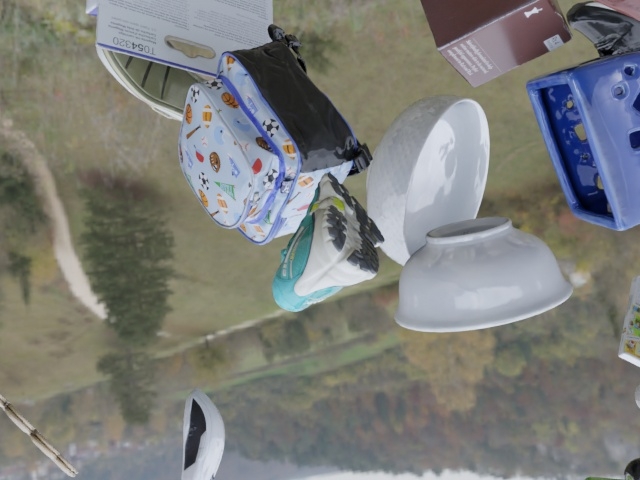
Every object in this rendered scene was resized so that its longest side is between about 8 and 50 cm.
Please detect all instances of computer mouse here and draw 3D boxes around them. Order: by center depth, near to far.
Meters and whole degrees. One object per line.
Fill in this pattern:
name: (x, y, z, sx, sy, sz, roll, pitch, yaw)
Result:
computer mouse: (-0.137, 0.270, 1.032, 0.042, 0.193, 0.106, -2, 164, 8)

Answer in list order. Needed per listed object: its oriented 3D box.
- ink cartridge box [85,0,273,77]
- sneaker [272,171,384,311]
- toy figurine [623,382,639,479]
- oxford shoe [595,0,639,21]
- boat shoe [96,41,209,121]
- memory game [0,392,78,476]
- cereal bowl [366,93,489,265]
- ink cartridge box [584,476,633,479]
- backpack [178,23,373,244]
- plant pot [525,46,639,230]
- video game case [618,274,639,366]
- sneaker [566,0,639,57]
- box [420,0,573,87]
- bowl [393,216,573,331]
ink cartridge box: (-0.234, -0.421, 1.501, 0.324, 0.330, 0.071, 10, 158, -31)
sneaker: (0.000, 0.000, 0.993, 0.110, 0.107, 0.275, -38, -173, 15)
toy figurine: (0.588, 0.342, 1.424, 0.148, 0.213, 0.209, 0, 155, 30)
oxford shoe: (0.330, -0.296, 0.861, 0.348, 0.130, 0.123, 39, 158, -15)
boat shoe: (-0.273, -0.269, 1.522, 0.103, 0.113, 0.302, 8, 160, 46)
memory game: (-0.326, 0.186, 0.935, 0.012, 0.186, 0.186, -45, 179, -21)
cereal bowl: (0.188, -0.116, 1.669, 0.141, 0.339, 0.339, 17, -177, 32)
ink cartridge box: (0.379, 0.333, 0.827, 0.198, 0.115, 0.273, 6, -173, -1)
backpack: (-0.083, -0.123, 1.293, 0.213, 0.277, 0.263, -19, 152, -22)
plant pot: (0.455, -0.165, 1.266, 0.212, 0.236, 0.236, -21, -172, 1)
video game case: (0.777, 0.212, 1.945, 0.226, 0.206, 0.026, 26, 150, -7)
sneaker: (0.552, -0.318, 1.533, 0.283, 0.124, 0.107, 21, 176, -10)
box: (0.241, -0.369, 1.282, 0.167, 0.203, 0.168, -23, 160, 22)
bowl: (0.253, 0.041, 1.443, 0.297, 0.134, 0.298, -13, -171, 2)
